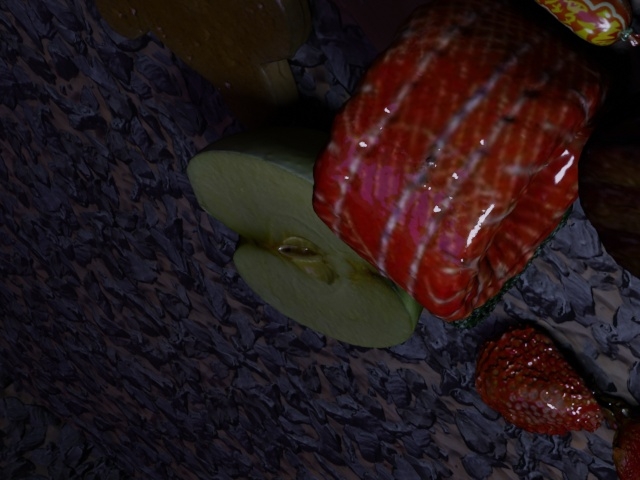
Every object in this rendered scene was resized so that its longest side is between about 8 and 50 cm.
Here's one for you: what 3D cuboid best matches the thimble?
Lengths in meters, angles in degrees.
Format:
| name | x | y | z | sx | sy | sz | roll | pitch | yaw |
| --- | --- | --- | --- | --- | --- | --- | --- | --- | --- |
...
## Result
| name | x | y | z | sx | sy | sz | roll | pitch | yaw |
| --- | --- | --- | --- | --- | --- | --- | --- | --- | --- |
| thimble | 0.168 | -0.103 | 1.850 | 0.230 | 0.350 | 0.350 | 37 | 150 | 16 |

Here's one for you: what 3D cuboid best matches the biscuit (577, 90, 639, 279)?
| name | x | y | z | sx | sy | sz | roll | pitch | yaw |
| --- | --- | --- | --- | --- | --- | --- | --- | --- | --- |
| biscuit | 0.474 | -0.026 | 1.740 | 0.407 | 0.091 | 0.407 | 28 | 153 | 16 |

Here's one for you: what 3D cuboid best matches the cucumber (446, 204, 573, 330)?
| name | x | y | z | sx | sy | sz | roll | pitch | yaw |
| --- | --- | --- | --- | --- | --- | --- | --- | --- | --- |
| cucumber | 0.244 | 0.006 | 2.145 | 0.096 | 0.096 | 0.359 | 43 | 149 | 9 |

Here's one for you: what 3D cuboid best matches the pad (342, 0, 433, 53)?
| name | x | y | z | sx | sy | sz | roll | pitch | yaw |
| --- | --- | --- | --- | --- | --- | --- | --- | --- | --- |
| pad | 0.075 | -0.370 | 1.991 | 0.286 | 0.018 | 0.284 | 53 | 152 | -8 |

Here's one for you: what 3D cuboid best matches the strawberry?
| name | x | y | z | sx | sy | sz | roll | pitch | yaw |
| --- | --- | --- | --- | --- | --- | --- | --- | --- | --- |
| strawberry | 0.285 | 0.210 | 2.280 | 0.175 | 0.107 | 0.236 | 69 | 161 | 2 |

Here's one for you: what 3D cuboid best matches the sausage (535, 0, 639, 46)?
| name | x | y | z | sx | sy | sz | roll | pitch | yaw |
| --- | --- | --- | --- | --- | --- | --- | --- | --- | --- |
| sausage | 0.252 | -0.301 | 1.779 | 0.264 | 0.083 | 0.083 | 41 | 151 | 10 |

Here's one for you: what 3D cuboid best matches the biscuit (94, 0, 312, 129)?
| name | x | y | z | sx | sy | sz | roll | pitch | yaw |
| --- | --- | --- | --- | --- | --- | --- | --- | --- | --- |
| biscuit | -0.176 | -0.362 | 2.302 | 0.394 | 0.076 | 0.368 | 37 | 150 | 15 |

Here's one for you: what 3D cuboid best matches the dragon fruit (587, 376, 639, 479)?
| name | x | y | z | sx | sy | sz | roll | pitch | yaw |
| --- | --- | --- | --- | --- | --- | --- | --- | --- | --- |
| dragon fruit | 0.441 | 0.282 | 2.207 | 0.246 | 0.125 | 0.125 | 52 | 127 | 37 |

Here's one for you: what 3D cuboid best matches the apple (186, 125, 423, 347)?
| name | x | y | z | sx | sy | sz | roll | pitch | yaw |
| --- | --- | --- | --- | --- | --- | --- | --- | --- | --- |
| apple | 0.000 | 0.000 | 2.288 | 0.360 | 0.320 | 0.311 | 14 | 99 | 38 |
